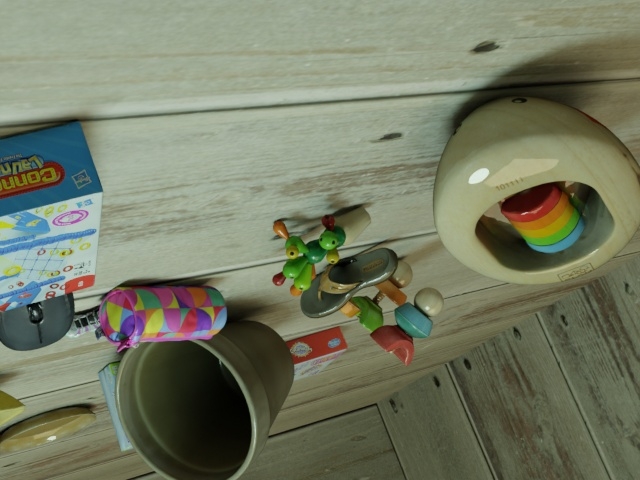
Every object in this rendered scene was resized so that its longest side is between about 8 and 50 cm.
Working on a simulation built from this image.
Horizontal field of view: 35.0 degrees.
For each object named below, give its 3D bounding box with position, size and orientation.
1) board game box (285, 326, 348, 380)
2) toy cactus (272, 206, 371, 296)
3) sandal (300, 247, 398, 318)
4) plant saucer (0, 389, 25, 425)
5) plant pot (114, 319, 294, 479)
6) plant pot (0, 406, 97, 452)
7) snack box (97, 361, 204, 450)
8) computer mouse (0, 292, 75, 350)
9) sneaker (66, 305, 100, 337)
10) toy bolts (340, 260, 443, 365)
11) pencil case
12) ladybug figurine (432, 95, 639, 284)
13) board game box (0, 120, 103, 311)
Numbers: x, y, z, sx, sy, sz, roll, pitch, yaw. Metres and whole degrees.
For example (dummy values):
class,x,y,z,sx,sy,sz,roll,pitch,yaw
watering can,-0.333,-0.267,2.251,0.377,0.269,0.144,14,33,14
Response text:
class,x,y,z,sx,sy,sz,roll,pitch,yaw
board game box,-0.116,0.326,2.624,0.317,0.064,0.242,-14,163,-26
toy cactus,0.000,0.000,1.666,0.180,0.112,0.219,-36,168,-24
sandal,0.047,0.075,1.967,0.219,0.090,0.060,-26,147,22
plant saucer,-0.752,0.339,1.792,0.333,0.081,0.333,-31,162,32
plant pot,-0.196,0.291,2.031,0.323,0.323,0.280,-31,177,32
plant pot,-0.637,0.433,2.352,0.236,0.032,0.236,-20,165,-5
snack box,-0.340,0.329,2.129,0.207,0.174,0.070,-10,161,-38
computer mouse,-0.424,0.109,1.470,0.189,0.072,0.272,-18,164,-15
sneaker,-0.375,0.127,1.669,0.069,0.038,0.098,-32,171,28
toy bolts,0.136,0.116,2.064,0.158,0.228,0.218,-50,137,2
pencil case,-0.262,0.127,1.695,0.104,0.104,0.236,-32,163,33
ladybug figurine,0.323,-0.075,1.532,0.305,0.161,0.449,-23,146,16
board game box,-0.404,0.006,1.123,0.302,0.086,0.308,-16,164,-19
